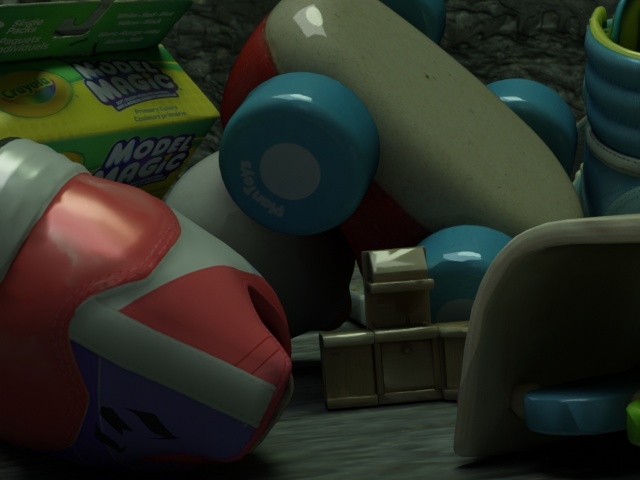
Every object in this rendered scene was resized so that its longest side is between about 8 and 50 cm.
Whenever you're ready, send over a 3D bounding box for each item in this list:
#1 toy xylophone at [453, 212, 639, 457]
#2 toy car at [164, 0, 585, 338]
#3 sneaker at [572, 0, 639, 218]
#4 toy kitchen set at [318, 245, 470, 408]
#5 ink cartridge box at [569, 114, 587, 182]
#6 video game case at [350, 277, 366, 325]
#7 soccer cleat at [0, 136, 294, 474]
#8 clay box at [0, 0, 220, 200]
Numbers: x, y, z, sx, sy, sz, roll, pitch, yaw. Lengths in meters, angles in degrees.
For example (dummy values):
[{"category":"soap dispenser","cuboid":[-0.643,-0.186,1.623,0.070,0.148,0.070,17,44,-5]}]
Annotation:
[{"category":"toy xylophone","cuboid":[0.205,0.025,0.435,0.236,0.081,0.323,-5,2,-33]},{"category":"toy car","cuboid":[0.000,0.000,0.811,0.238,0.210,0.219,-43,11,31]},{"category":"sneaker","cuboid":[0.208,-0.059,0.921,0.127,0.208,0.319,-4,6,-5]},{"category":"toy kitchen set","cuboid":[0.044,0.038,0.631,0.083,0.068,0.075,-5,2,-6]},{"category":"ink cartridge box","cuboid":[0.165,-0.066,1.121,0.224,0.056,0.181,-49,-14,16]},{"category":"video game case","cuboid":[0.130,0.039,1.139,0.227,0.026,0.206,-5,1,-6]},{"category":"soccer cleat","cuboid":[-0.063,0.044,0.552,0.116,0.108,0.318,28,-7,5]},{"category":"clay box","cuboid":[-0.135,-0.009,0.639,0.127,0.053,0.222,-16,-29,-51]}]
